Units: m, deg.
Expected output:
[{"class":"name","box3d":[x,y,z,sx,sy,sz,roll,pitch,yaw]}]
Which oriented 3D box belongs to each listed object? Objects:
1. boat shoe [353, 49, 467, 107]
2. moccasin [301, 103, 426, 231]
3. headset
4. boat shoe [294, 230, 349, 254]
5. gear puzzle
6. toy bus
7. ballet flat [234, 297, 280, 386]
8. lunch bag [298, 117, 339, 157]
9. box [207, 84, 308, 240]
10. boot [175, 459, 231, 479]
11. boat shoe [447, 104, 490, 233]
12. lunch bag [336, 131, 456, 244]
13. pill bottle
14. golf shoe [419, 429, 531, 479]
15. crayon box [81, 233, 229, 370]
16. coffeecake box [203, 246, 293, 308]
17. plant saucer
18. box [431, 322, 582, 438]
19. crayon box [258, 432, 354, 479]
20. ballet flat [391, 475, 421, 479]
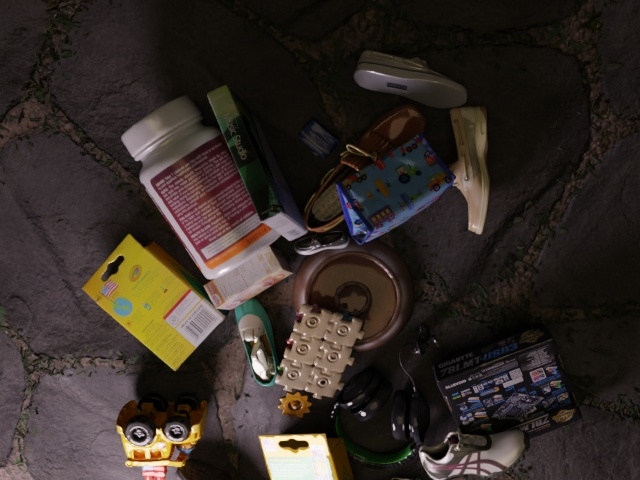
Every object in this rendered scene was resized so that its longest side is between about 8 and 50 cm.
[{"class":"boat shoe","box3d":[0.214,-0.382,1.750,0.268,0.096,0.088,12,65,7]},{"class":"moccasin","box3d":[0.097,-0.168,1.769,0.380,0.147,0.139,-39,96,10]},{"class":"headset","box3d":[0.178,0.399,1.905,0.243,0.185,0.394,25,117,3]},{"class":"boat shoe","box3d":[0.000,0.000,1.851,0.142,0.040,0.049,-9,57,13]},{"class":"gear puzzle","box3d":[-0.017,0.312,1.889,0.175,0.044,0.339,16,112,-9]},{"class":"toy bus","box3d":[-0.401,0.521,1.947,0.220,0.149,0.211,-2,105,3]},{"class":"ballet flat","box3d":[-0.159,0.258,1.904,0.083,0.087,0.247,-17,99,10]},{"class":"lunch bag","box3d":[-0.004,-0.240,1.803,0.098,0.067,0.065,39,102,-5]},{"class":"box","box3d":[-0.138,-0.168,1.692,0.058,0.232,0.322,-27,76,7]},{"class":"boot","box3d":[-0.283,0.756,2.004,0.338,0.118,0.222,35,107,1]},{"class":"boat shoe","box3d":[0.349,-0.165,1.776,0.098,0.109,0.302,-2,95,10]},{"class":"lunch bag","box3d":[0.171,-0.084,1.716,0.221,0.293,0.138,-32,73,-5]},{"class":"pill bottle","box3d":[-0.280,-0.126,1.768,0.224,0.224,0.392,-31,98,9]},{"class":"golf shoe","box3d":[0.373,0.515,1.822,0.273,0.105,0.120,-29,112,19]},{"class":"crayon box","box3d":[-0.415,0.149,1.904,0.318,0.081,0.202,43,101,-5]},{"class":"coffeecake box","box3d":[-0.173,0.094,1.831,0.185,0.142,0.068,-31,80,5]},{"class":"plant saucer","box3d":[0.082,0.141,1.884,0.311,0.050,0.310,1,100,4]},{"class":"box","box3d":[0.462,0.376,1.844,0.296,0.073,0.293,-24,121,10]},{"class":"crayon box","box3d":[-0.018,0.627,1.938,0.203,0.083,0.323,-9,102,28]},{"class":"ballet flat","box3d":[0.183,0.661,1.980,0.188,0.070,0.070,-13,100,5]}]
